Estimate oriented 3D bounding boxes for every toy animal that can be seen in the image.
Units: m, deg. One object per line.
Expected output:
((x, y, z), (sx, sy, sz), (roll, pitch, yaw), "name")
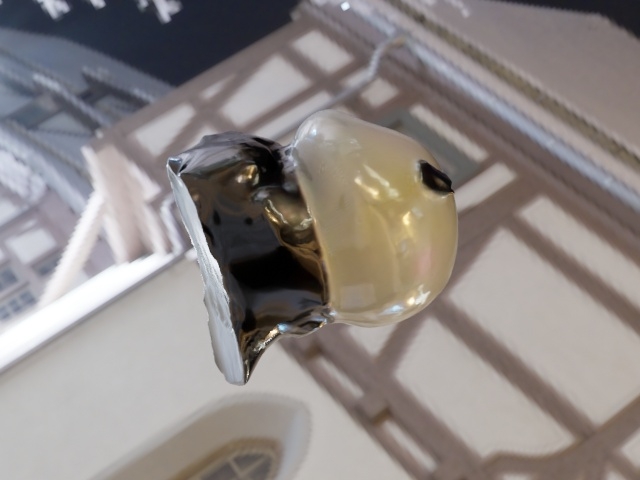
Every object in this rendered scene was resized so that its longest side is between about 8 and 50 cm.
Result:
((0.000, 0.000, 0.862), (0.166, 0.179, 0.138), (77, -1, -46), "toy animal")
